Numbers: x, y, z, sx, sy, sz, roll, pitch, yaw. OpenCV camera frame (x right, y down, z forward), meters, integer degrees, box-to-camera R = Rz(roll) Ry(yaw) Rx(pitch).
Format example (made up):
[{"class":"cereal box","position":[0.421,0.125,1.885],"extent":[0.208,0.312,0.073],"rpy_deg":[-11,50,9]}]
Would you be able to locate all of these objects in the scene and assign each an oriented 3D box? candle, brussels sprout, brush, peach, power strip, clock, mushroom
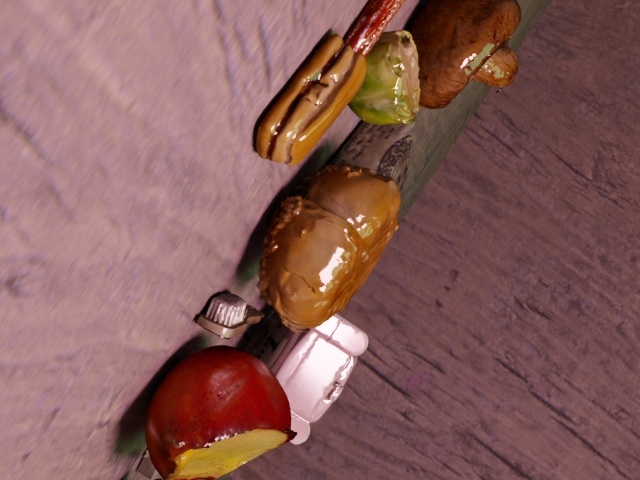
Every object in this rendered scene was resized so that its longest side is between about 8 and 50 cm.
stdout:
[{"class":"candle","position":[0.131,-0.399,1.480],"extent":[0.329,0.048,0.051],"rpy_deg":[-56,-174,-1]},{"class":"brussels sprout","position":[0.091,-0.257,1.568],"extent":[0.149,0.122,0.151],"rpy_deg":[-62,150,-61]},{"class":"brush","position":[-0.152,0.128,1.825],"extent":[0.327,0.070,0.065],"rpy_deg":[6,107,-82]},{"class":"peach","position":[-0.201,0.297,1.747],"extent":[0.258,0.201,0.362],"rpy_deg":[-27,162,12]},{"class":"power strip","position":[-0.317,0.431,2.066],"extent":[0.075,0.042,0.175],"rpy_deg":[-61,170,20]},{"class":"clock","position":[-0.063,0.262,2.214],"extent":[0.342,0.184,0.326],"rpy_deg":[-51,-160,-5]},{"class":"mushroom","position":[0.261,-0.358,1.855],"extent":[0.263,0.195,0.283],"rpy_deg":[-51,157,20]}]

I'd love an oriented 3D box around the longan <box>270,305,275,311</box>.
[{"class":"longan","position":[-0.066,0.111,2.093],"extent":[0.106,0.106,0.119],"rpy_deg":[-49,163,-42]}]

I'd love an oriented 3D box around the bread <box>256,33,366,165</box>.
[{"class":"bread","position":[-0.012,-0.191,1.398],"extent":[0.200,0.077,0.116],"rpy_deg":[-53,179,-17]}]

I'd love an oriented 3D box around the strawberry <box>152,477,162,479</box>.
[{"class":"strawberry","position":[-0.356,0.567,1.904],"extent":[0.201,0.187,0.184],"rpy_deg":[-53,136,-45]}]

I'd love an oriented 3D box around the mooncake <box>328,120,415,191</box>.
[{"class":"mooncake","position":[0.095,-0.121,2.014],"extent":[0.254,0.136,0.250],"rpy_deg":[-52,167,-29]}]

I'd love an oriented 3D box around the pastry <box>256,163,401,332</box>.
[{"class":"pastry","position":[0.000,0.000,1.766],"extent":[0.315,0.184,0.284],"rpy_deg":[-54,164,-12]}]
